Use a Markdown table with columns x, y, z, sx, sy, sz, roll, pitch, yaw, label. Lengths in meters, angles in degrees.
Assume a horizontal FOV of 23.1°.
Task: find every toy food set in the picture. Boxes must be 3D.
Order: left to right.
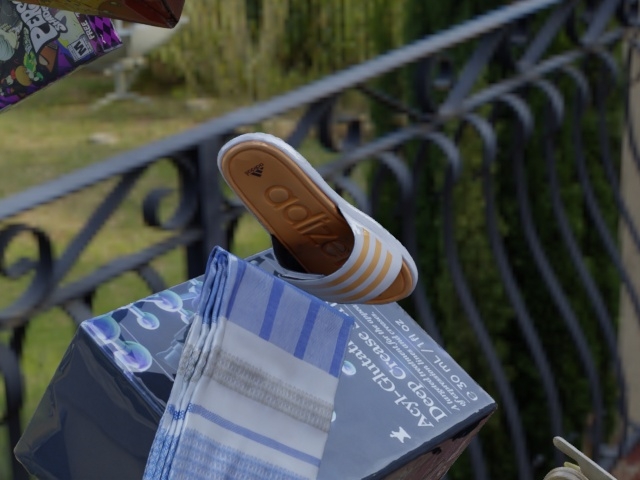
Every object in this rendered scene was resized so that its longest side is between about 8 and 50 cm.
| x | y | z | sx | sy | sz | roll | pitch | yaw | label |
| --- | --- | --- | --- | --- | --- | --- | --- | --- | --- |
| 0.330 | 0.351 | 1.998 | 0.038 | 0.192 | 0.132 | -10 | 33 | -34 | toy food set |

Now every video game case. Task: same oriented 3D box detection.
| x | y | z | sx | sy | sz | roll | pitch | yaw | label |
| --- | --- | --- | --- | --- | --- | --- | --- | --- | --- |
| -0.350 | -0.276 | 1.729 | 0.210 | 0.232 | 0.042 | -22 | 9 | 36 | video game case |

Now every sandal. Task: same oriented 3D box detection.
| x | y | z | sx | sy | sz | roll | pitch | yaw | label |
| --- | --- | --- | --- | --- | --- | --- | --- | --- | --- |
| -0.009 | 0.004 | 1.504 | 0.102 | 0.265 | 0.076 | -28 | 39 | 27 | sandal |

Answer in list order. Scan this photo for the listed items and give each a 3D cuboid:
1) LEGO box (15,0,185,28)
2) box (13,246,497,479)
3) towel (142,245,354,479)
| x | y | z | sx | sy | sz | roll | pitch | yaw | label |
| --- | --- | --- | --- | --- | --- | --- | --- | --- | --- |
| -0.236 | -0.444 | 1.132 | 0.372 | 0.500 | 0.193 | 12 | -11 | 10 | LEGO box |
| -0.062 | 0.197 | 1.645 | 0.293 | 0.212 | 0.395 | 45 | 37 | 18 | box |
| -0.057 | 0.168 | 1.274 | 0.034 | 0.285 | 0.209 | 3 | -18 | 37 | towel |
